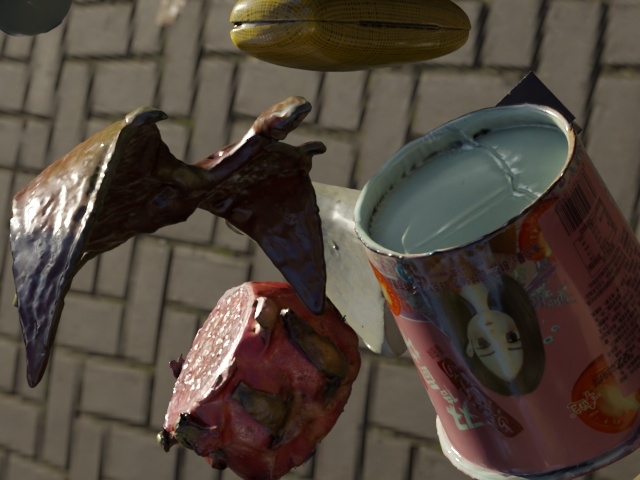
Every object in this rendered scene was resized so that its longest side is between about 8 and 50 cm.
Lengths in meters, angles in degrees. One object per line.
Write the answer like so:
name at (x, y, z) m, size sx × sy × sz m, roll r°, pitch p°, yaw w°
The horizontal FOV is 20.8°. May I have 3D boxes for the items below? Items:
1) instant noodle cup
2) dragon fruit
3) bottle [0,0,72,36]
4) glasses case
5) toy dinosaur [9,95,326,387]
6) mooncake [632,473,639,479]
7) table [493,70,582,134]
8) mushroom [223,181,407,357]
instant noodle cup at (0.159, 0.038, 1.414) m, size 0.243 × 0.231 × 0.243 m, roll -23°, pitch 30°, yaw 14°
dragon fruit at (-0.072, 0.141, 1.802) m, size 0.211 × 0.147 × 0.282 m, roll -18°, pitch 39°, yaw 47°
bottle at (-0.296, -0.296, 1.605) m, size 0.082 × 0.082 × 0.286 m, roll -52°, pitch 41°, yaw 24°
glasses case at (0.023, -0.151, 1.230) m, size 0.079 × 0.234 × 0.064 m, roll 1°, pitch 95°, yaw 33°
toy dinosaur at (-0.072, 0.006, 0.979) m, size 0.206 × 0.327 × 0.113 m, roll -27°, pitch 80°, yaw -6°
mooncake at (0.309, 0.312, 1.151) m, size 0.378 × 0.201 × 0.378 m, roll 10°, pitch 107°, yaw 37°
table at (0.224, -0.121, 1.855) m, size 0.083 × 0.082 × 0.070 m, roll -45°, pitch 76°, yaw 10°
mushroom at (0.000, 0.000, 2.035) m, size 0.329 × 0.122 × 0.159 m, roll 28°, pitch 83°, yaw 39°
